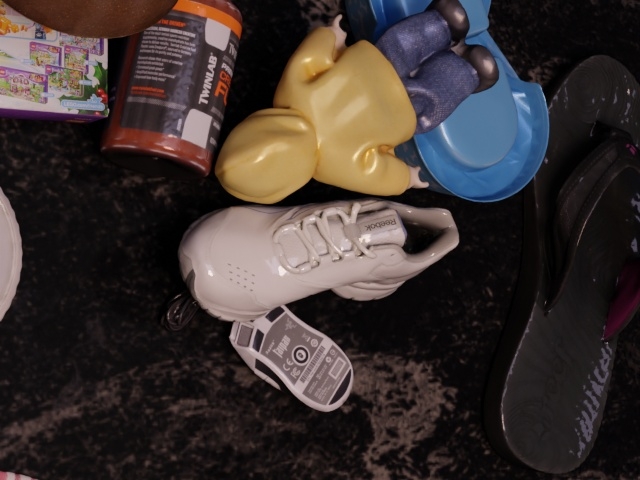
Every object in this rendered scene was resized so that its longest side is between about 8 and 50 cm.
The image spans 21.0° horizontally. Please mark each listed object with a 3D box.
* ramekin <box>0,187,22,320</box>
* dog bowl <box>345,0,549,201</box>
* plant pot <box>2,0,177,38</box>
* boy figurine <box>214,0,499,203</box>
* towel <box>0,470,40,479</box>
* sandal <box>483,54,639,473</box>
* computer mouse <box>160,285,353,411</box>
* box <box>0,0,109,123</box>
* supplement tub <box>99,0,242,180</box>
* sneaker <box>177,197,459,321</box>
[{"bbox_3d":[-0.344,0.011,1.413,0.207,0.109,0.207,3,84,-30],"label":"ramekin"},{"bbox_3d":[0.120,-0.180,1.720,0.166,0.074,0.297,-22,97,-30],"label":"dog bowl"},{"bbox_3d":[-0.162,-0.315,1.396,0.215,0.230,0.215,14,58,-23],"label":"plant pot"},{"bbox_3d":[0.031,-0.111,1.570,0.285,0.092,0.177,-34,92,-22],"label":"boy figurine"},{"bbox_3d":[-0.231,0.290,1.505,0.197,0.029,0.144,23,72,-27],"label":"towel"},{"bbox_3d":[0.286,0.022,1.780,0.167,0.107,0.446,17,77,-28],"label":"sandal"},{"bbox_3d":[-0.053,0.093,1.617,0.193,0.042,0.106,42,62,-15],"label":"computer mouse"},{"bbox_3d":[-0.324,-0.210,1.471,0.293,0.057,0.201,3,85,-30],"label":"box"},{"bbox_3d":[-0.130,-0.160,1.553,0.106,0.106,0.198,17,78,-28],"label":"supplement tub"},{"bbox_3d":[0.000,0.000,1.577,0.297,0.129,0.111,-9,79,-42],"label":"sneaker"}]
